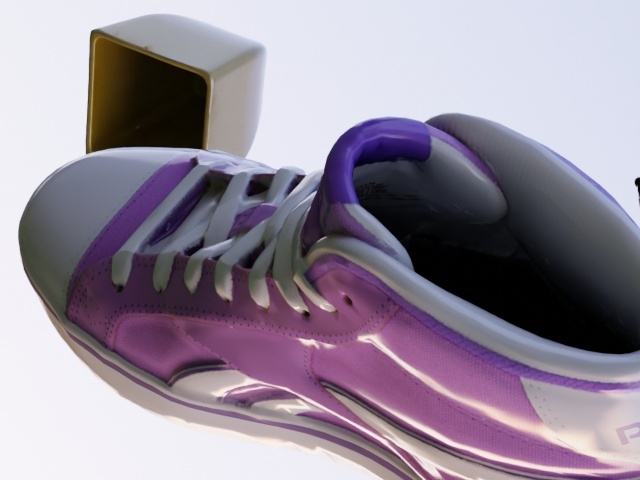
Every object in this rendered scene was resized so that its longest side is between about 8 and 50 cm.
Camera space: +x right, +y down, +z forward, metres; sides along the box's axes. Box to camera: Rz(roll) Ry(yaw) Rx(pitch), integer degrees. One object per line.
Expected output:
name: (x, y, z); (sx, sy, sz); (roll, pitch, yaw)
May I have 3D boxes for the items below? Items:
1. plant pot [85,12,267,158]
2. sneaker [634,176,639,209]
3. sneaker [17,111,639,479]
plant pot: (-0.073, -0.082, 1.024); (0.081, 0.083, 0.081); (22, -56, 23)
sneaker: (0.202, -0.027, 0.992); (0.073, 0.063, 0.162); (54, 20, -32)
sneaker: (0.001, -0.001, 0.577); (0.282, 0.102, 0.161); (21, -28, 30)
